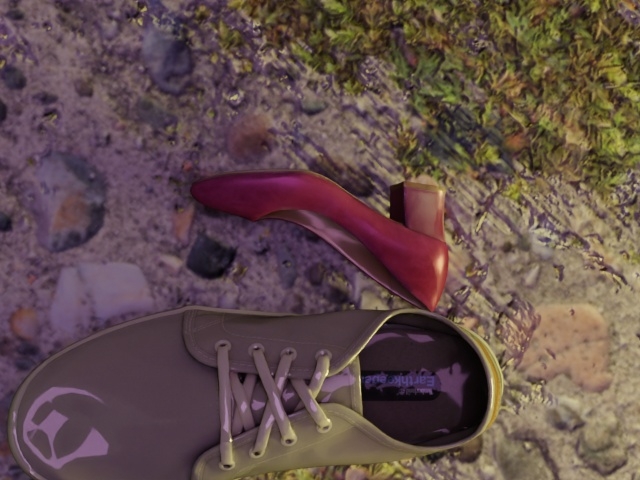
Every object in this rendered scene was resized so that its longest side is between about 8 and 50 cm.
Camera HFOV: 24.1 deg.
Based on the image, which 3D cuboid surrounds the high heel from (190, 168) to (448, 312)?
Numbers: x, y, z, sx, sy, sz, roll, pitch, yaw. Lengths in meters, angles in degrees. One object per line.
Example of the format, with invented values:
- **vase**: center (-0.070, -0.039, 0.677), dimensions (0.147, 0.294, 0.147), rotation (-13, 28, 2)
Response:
- **high heel**: center (0.000, 0.000, 1.365), dimensions (0.244, 0.082, 0.117), rotation (5, 84, -19)

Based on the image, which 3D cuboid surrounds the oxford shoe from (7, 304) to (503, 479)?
- **oxford shoe**: center (-0.046, 0.134, 1.308), dimensions (0.449, 0.130, 0.169), rotation (-4, 85, -11)
